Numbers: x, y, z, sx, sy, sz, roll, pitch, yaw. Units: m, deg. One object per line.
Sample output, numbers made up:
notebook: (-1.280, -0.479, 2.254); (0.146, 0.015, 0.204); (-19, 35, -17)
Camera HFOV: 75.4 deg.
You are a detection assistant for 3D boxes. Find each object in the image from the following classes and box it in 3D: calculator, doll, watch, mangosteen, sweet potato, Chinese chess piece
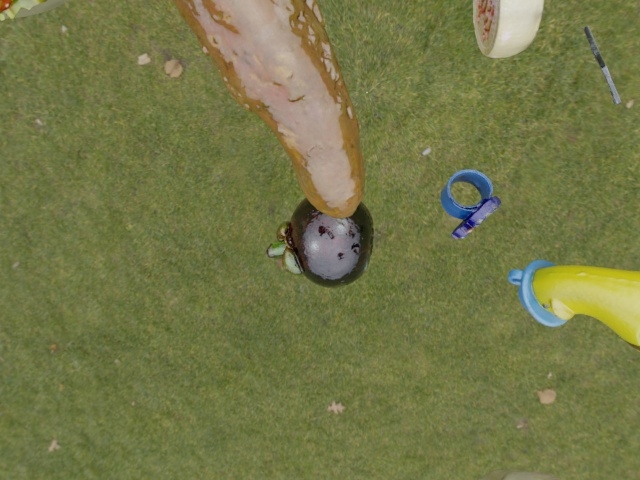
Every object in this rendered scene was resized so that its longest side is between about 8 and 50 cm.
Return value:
calculator: (0.889, -0.556, 1.308); (0.021, 0.261, 0.161); (-24, 133, 38)
doll: (0.464, 0.094, 0.602); (0.363, 0.145, 0.199); (14, 151, 36)
watch: (0.538, -0.147, 1.525); (0.196, 0.171, 0.200); (-35, 78, -18)
mangosteen: (0.010, -0.007, 0.882); (0.217, 0.216, 0.215); (2, 110, 6)
sweet potato: (-0.050, -0.169, 0.308); (0.096, 0.106, 0.354); (-27, 103, 2)
Chinese chess piece: (0.491, -0.630, 1.096); (0.112, 0.270, 0.269); (-7, 109, 8)

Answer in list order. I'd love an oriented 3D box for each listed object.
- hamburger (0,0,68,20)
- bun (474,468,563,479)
hamburger: (-0.286, -0.314, 0.296); (0.276, 0.179, 0.294); (-45, 104, -12)
bun: (0.210, 0.333, 0.406); (0.179, 0.192, 0.128); (-29, 129, 32)
